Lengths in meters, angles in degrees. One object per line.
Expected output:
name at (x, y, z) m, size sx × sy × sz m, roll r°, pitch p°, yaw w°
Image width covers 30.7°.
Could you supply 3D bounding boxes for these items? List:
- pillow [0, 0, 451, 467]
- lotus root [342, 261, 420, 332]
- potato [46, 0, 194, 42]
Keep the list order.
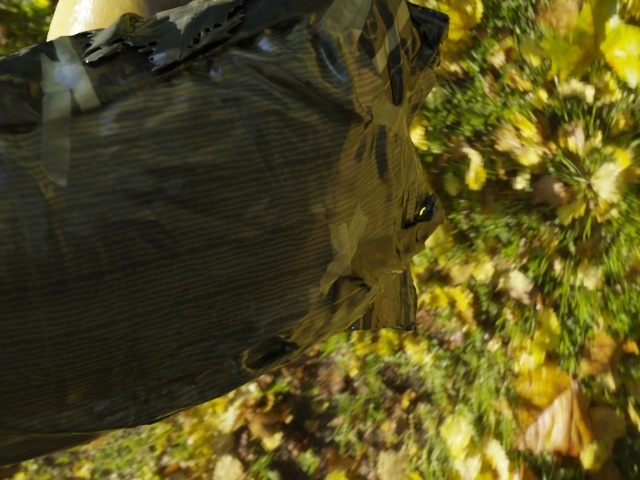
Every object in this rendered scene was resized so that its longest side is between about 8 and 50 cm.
pillow at (-0.101, -0.004, 0.408) m, size 0.335 × 0.092 × 0.161 m, roll -16°, pitch 118°, yaw -20°
lotus root at (-0.001, 0.000, 0.787) m, size 0.070 × 0.143 × 0.144 m, roll -5°, pitch 80°, yaw 45°
potato at (-0.144, -0.204, 1.156) m, size 0.239 × 0.116 × 0.299 m, roll 35°, pitch 95°, yaw -13°
